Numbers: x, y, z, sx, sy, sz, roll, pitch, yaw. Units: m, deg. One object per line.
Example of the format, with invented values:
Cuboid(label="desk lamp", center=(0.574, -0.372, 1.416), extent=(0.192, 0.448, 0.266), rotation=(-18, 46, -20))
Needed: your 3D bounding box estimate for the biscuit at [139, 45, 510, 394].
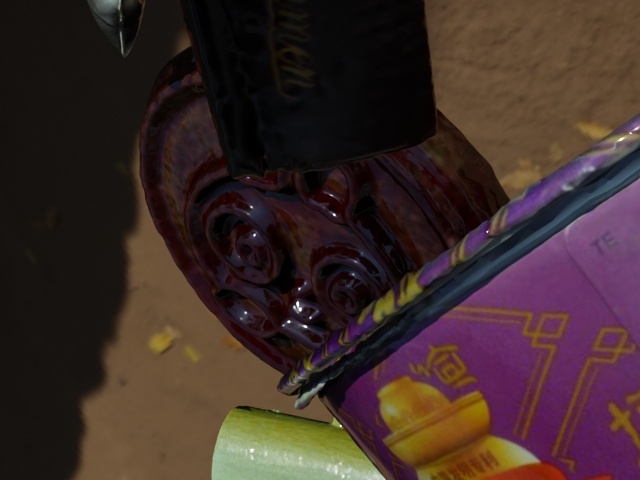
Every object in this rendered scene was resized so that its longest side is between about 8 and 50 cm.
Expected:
Cuboid(label="biscuit", center=(0.000, 0.000, 1.276), extent=(0.407, 0.091, 0.407), rotation=(30, 144, 25))

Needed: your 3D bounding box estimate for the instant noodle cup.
Cuboid(label="instant noodle cup", center=(0.194, 0.064, 0.476), extent=(0.340, 0.340, 0.266), rotation=(-39, 83, 45))

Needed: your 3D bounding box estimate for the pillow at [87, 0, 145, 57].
Cuboid(label="pillow", center=(-0.167, -0.223, 1.168), extent=(0.091, 0.055, 0.136), rotation=(-38, 53, 49))

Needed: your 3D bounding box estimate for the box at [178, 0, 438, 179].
Cuboid(label="box", center=(-0.046, -0.264, 0.748), extent=(0.264, 0.115, 0.415), rotation=(79, 178, -51))

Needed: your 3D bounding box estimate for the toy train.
Cuboid(label="toy train", center=(0.011, 0.266, 1.450), extent=(0.307, 0.126, 0.190), rotation=(8, 101, 27))
